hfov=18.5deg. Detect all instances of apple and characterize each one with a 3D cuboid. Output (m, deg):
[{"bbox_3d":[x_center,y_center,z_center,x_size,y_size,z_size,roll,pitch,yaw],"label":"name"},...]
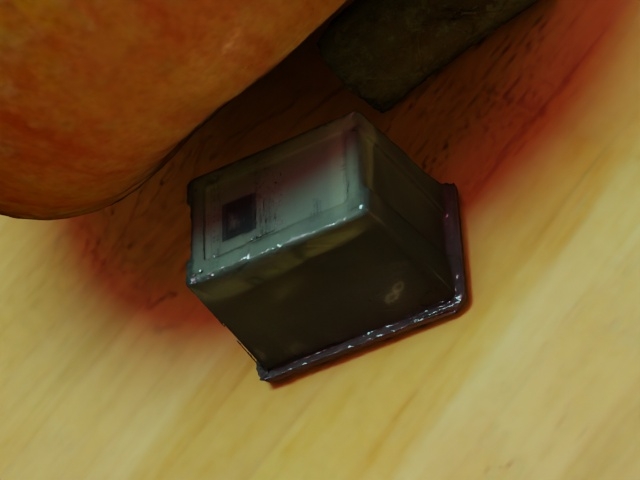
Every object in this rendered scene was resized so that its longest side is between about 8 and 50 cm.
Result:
[{"bbox_3d":[-0.091,-0.172,0.706,0.299,0.275,0.299,-43,11,10],"label":"apple"}]

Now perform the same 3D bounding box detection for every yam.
[{"bbox_3d":[0.046,-0.089,0.737,0.094,0.043,0.043,-34,42,11],"label":"yam"}]

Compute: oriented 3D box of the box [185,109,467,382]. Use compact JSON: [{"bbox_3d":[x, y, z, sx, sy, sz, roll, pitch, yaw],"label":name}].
[{"bbox_3d":[0.000,0.000,0.683,0.085,0.063,0.060,-21,46,22],"label":"box"}]
